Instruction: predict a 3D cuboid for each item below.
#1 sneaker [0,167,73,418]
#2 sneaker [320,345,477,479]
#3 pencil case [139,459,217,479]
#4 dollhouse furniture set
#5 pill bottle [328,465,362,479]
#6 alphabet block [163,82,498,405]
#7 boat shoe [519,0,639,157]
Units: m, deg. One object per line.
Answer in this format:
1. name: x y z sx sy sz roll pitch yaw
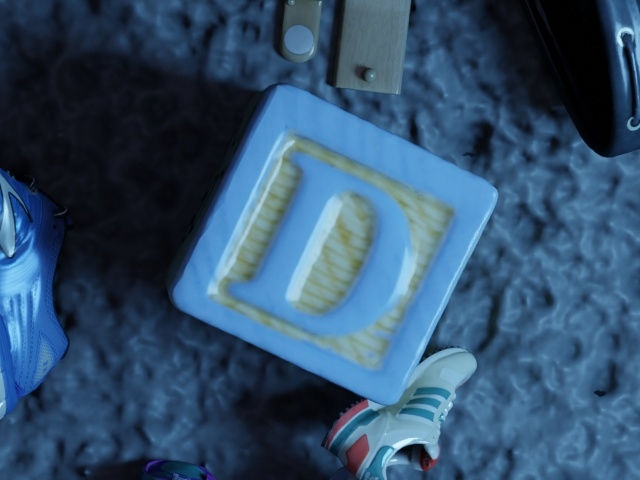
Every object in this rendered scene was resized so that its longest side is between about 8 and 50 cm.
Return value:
1. sneaker: -0.285 -0.025 1.378 0.147 0.130 0.330 -34 117 -44
2. sneaker: 0.079 0.149 1.431 0.161 0.057 0.075 -28 65 -34
3. pencil case: -0.127 0.259 1.440 0.070 0.064 0.151 12 92 10
4. dollhouse furniture set: 0.008 -0.187 1.393 0.144 0.151 0.123 6 92 -4
5. pill bottle: 0.084 0.281 1.438 0.208 0.117 0.117 31 89 -7
6. alphabet block: 0.000 0.000 1.377 0.193 0.197 0.192 28 90 -7
7. boat shoe: 0.173 -0.288 1.395 0.156 0.187 0.500 -32 101 -10
